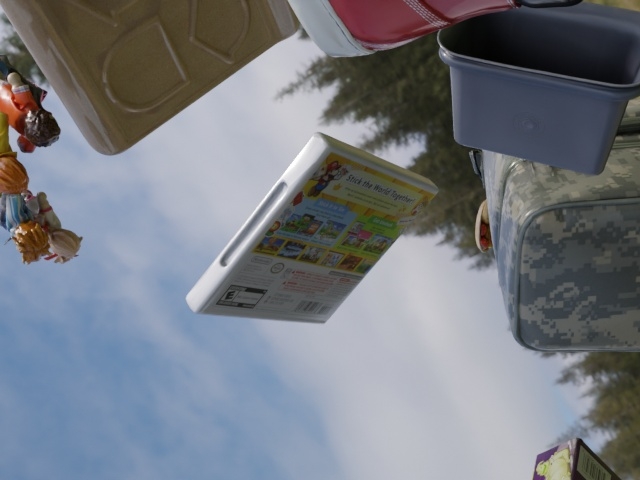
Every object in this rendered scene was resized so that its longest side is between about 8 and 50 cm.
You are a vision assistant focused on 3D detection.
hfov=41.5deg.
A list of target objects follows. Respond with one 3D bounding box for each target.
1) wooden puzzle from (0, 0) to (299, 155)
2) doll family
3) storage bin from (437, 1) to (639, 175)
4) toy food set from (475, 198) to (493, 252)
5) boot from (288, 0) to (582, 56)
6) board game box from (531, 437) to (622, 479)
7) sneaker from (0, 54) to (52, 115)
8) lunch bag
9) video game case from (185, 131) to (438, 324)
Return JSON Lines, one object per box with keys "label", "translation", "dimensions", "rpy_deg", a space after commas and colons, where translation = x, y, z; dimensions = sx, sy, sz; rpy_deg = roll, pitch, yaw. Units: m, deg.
{"label": "wooden puzzle", "translation": [-0.224, -0.324, 1.114], "dimensions": [0.080, 0.348, 0.322], "rpy_deg": [43, 163, 43]}
{"label": "doll family", "translation": [-0.352, -0.059, 0.947], "dimensions": [0.163, 0.118, 0.263], "rpy_deg": [40, 144, 32]}
{"label": "storage bin", "translation": [0.152, -0.108, 0.577], "dimensions": [0.091, 0.135, 0.098], "rpy_deg": [85, -152, -48]}
{"label": "toy food set", "translation": [0.243, -0.023, 1.210], "dimensions": [0.083, 0.020, 0.083], "rpy_deg": [8, -90, -63]}
{"label": "boot", "translation": [0.030, -0.187, 0.380], "dimensions": [0.244, 0.176, 0.088], "rpy_deg": [42, -125, -45]}
{"label": "board game box", "translation": [0.268, 0.328, 0.596], "dimensions": [0.347, 0.056, 0.208], "rpy_deg": [44, -145, -9]}
{"label": "sneaker", "translation": [-0.403, -0.201, 1.147], "dimensions": [0.119, 0.057, 0.047], "rpy_deg": [63, 151, 6]}
{"label": "lunch bag", "translation": [0.317, -0.040, 0.868], "dimensions": [0.256, 0.305, 0.212], "rpy_deg": [-85, -13, -53]}
{"label": "video game case", "translation": [0.000, 0.000, 0.851], "dimensions": [0.026, 0.206, 0.227], "rpy_deg": [49, -161, 29]}
